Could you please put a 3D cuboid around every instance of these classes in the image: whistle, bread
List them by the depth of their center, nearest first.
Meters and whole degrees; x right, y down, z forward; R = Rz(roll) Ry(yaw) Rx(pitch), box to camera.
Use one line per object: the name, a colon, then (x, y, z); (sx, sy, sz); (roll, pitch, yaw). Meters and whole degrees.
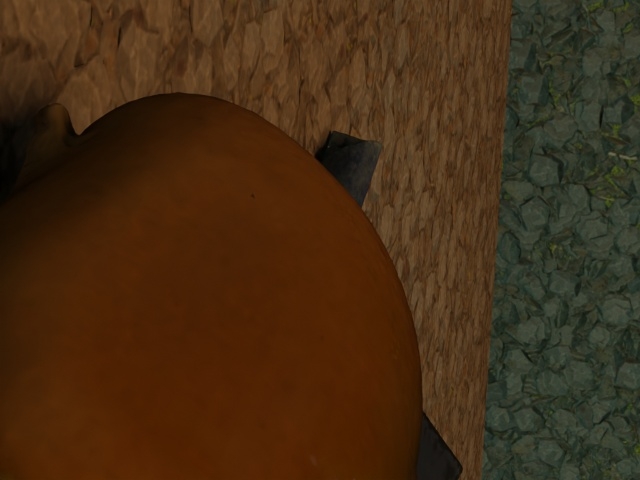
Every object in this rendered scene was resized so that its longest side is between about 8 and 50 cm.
bread: (-0.086, 0.138, 0.643); (0.376, 0.253, 0.348); (-56, 158, -57)
whistle: (0.000, 0.000, 1.240); (0.062, 0.062, 0.304); (78, 25, -47)

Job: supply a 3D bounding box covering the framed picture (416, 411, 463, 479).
framed picture: (-0.014, 0.241, 0.964); (0.255, 0.014, 0.338); (54, 54, -32)
